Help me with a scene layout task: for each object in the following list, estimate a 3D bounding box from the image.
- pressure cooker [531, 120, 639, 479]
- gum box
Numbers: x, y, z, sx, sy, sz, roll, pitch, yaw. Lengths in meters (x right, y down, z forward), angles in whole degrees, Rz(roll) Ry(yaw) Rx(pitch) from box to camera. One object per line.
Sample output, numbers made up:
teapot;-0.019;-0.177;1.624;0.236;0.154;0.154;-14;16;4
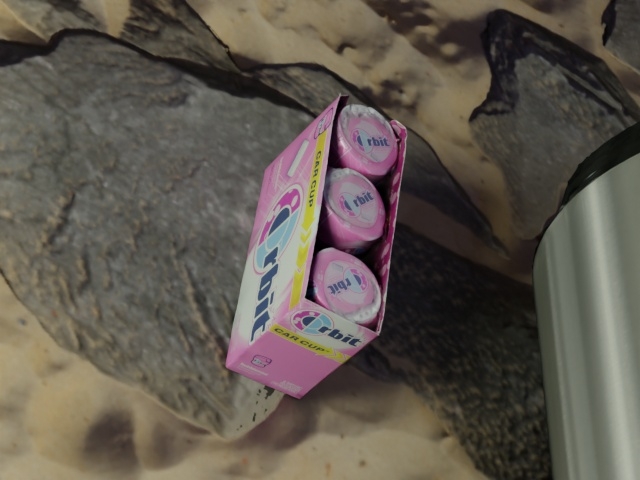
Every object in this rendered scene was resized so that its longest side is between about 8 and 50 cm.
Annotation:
pressure cooker;0.336;0.151;1.275;0.370;0.375;0.420;12;54;-18
gum box;0.000;0.000;1.311;0.062;0.107;0.188;25;50;-20
